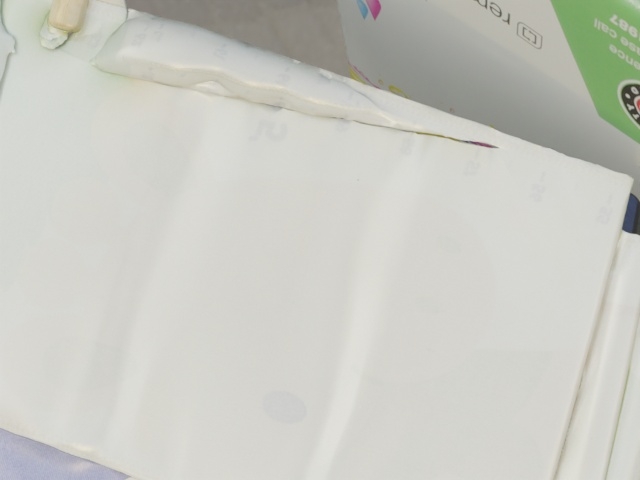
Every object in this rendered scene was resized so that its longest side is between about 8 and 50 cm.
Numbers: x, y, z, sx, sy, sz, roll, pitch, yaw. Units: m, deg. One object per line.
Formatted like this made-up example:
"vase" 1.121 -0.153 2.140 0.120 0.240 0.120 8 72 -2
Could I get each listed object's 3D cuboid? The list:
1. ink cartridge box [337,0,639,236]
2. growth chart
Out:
"ink cartridge box" 0.089 -0.048 0.418 0.093 0.212 0.154 -43 66 -14
"growth chart" -0.014 0.031 0.336 0.237 0.172 0.021 24 4 6
